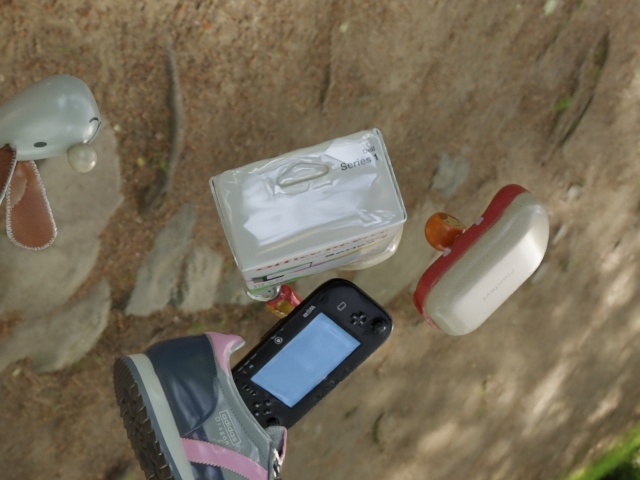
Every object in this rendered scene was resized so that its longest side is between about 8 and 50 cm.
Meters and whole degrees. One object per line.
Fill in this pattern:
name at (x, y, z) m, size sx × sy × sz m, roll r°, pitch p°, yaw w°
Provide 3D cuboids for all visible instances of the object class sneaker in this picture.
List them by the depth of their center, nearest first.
sneaker at (-0.067, 0.229, 0.858) m, size 0.131 × 0.319 × 0.112 m, roll -20°, pitch 175°, yaw -30°

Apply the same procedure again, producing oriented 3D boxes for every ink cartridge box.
ink cartridge box at (-0.016, -0.027, 1.207) m, size 0.201 × 0.117 × 0.278 m, roll -17°, pitch 172°, yaw -4°

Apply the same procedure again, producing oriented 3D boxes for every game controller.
game controller at (-0.027, 0.202, 1.693) m, size 0.319 × 0.067 × 0.166 m, roll -44°, pitch 124°, yaw 12°

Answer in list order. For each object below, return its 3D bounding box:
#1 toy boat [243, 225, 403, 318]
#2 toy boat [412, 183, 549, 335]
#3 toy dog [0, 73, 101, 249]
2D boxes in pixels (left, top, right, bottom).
toy boat at (0.000, 0.000, 1.747) m, size 0.318 × 0.267 × 0.148 m, roll -52°, pitch 128°, yaw -7°
toy boat at (0.208, 0.011, 1.378) m, size 0.231 × 0.151 × 0.151 m, roll -44°, pitch 146°, yaw -2°
toy dog at (-0.337, -0.003, 0.883) m, size 0.333 × 0.161 × 0.220 m, roll -34°, pitch 175°, yaw 21°
